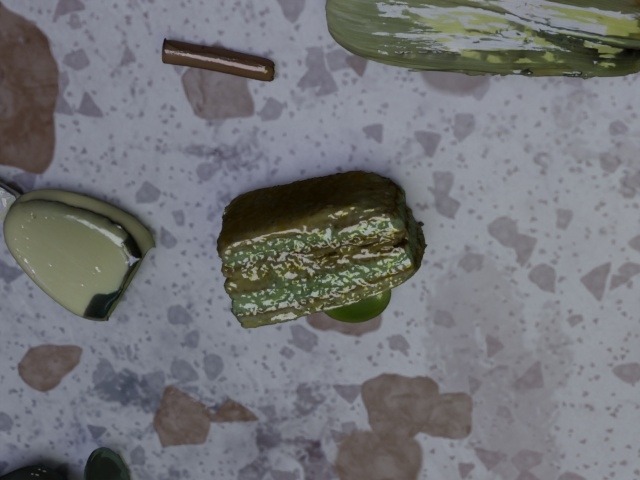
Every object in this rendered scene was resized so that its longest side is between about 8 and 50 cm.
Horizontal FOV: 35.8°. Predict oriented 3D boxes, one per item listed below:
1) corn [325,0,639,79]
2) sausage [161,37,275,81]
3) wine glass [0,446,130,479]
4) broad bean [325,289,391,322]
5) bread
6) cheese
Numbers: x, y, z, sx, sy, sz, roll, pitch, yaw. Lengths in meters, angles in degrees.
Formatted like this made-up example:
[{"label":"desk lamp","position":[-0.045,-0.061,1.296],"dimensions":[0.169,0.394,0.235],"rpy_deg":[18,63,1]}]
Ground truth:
[{"label":"corn","position":[0.158,-0.211,0.893],"dimensions":[0.305,0.123,0.122],"rpy_deg":[4,131,7]},{"label":"sausage","position":[-0.102,-0.179,0.991],"dimensions":[0.116,0.026,0.026],"rpy_deg":[12,107,4]},{"label":"wine glass","position":[-0.336,0.309,1.123],"dimensions":[0.231,0.103,0.103],"rpy_deg":[-17,103,16]},{"label":"broad bean","position":[0.036,0.057,1.030],"dimensions":[0.083,0.045,0.063],"rpy_deg":[-14,115,19]},{"label":"bread","position":[0.000,0.000,0.971],"dimensions":[0.196,0.138,0.102],"rpy_deg":[-12,114,10]},{"label":"cheese","position":[-0.305,-0.020,1.050],"dimensions":[0.251,0.054,0.127],"rpy_deg":[33,108,-1]}]
